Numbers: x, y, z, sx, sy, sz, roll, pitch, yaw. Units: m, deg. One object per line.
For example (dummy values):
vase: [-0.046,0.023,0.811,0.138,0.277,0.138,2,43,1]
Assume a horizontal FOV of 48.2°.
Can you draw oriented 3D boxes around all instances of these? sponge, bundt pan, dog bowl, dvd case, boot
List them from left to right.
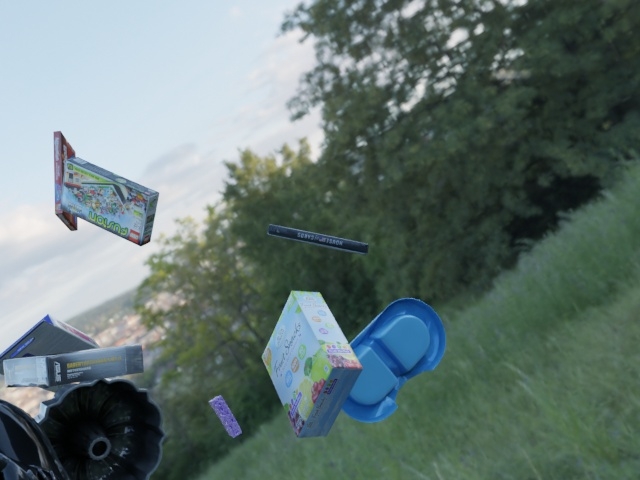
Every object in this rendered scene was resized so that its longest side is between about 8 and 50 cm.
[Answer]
boot: [-0.548,0.396,1.212,0.146,0.367,0.445,-45,-5,-17]
bundt pan: [-0.536,0.468,1.668,0.331,0.330,0.124,-32,23,-32]
sponge: [-0.269,0.493,2.010,0.031,0.117,0.210,-31,-6,-17]
dvd case: [0.000,0.000,1.753,0.239,0.029,0.179,11,-1,4]
dog bowl: [0.134,0.252,1.517,0.297,0.166,0.074,-42,4,-21]

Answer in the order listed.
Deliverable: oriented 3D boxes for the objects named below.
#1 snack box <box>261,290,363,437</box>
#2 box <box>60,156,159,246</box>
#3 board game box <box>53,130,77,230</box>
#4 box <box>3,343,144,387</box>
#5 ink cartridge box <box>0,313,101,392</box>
snack box: [-0.022,0.222,1.305,0.070,0.207,0.174,7,-59,-29]
box: [-0.429,-0.080,1.451,0.036,0.207,0.114,-37,-34,-62]
board game box: [-0.795,-0.185,2.233,0.027,0.281,0.145,-8,-20,-1]
box: [-0.474,0.239,1.368,0.183,0.056,0.231,-3,-7,-41]
ink cartridge box: [-0.722,0.296,1.880,0.176,0.069,0.371,-42,-18,-9]
